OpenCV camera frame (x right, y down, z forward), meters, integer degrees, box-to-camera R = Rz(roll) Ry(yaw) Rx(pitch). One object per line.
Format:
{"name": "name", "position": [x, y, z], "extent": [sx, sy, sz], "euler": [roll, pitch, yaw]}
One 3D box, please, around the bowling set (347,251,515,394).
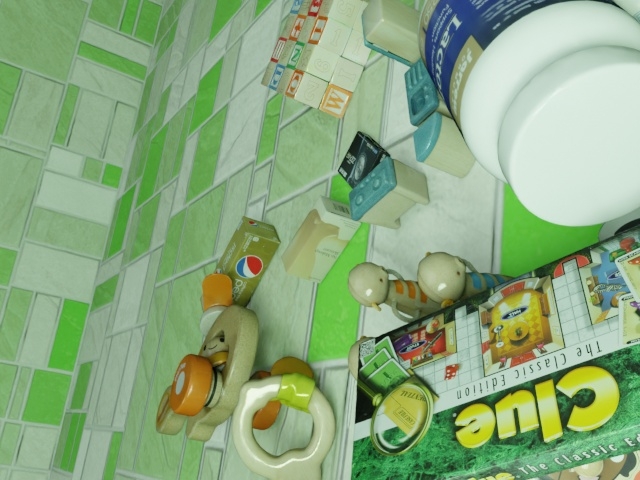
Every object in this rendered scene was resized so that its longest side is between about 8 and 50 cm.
{"name": "bowling set", "position": [0.124, 0.074, 0.568], "extent": [0.199, 0.154, 0.287], "euler": [-55, 32, 30]}

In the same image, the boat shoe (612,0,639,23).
{"name": "boat shoe", "position": [0.267, -0.259, 0.603], "extent": [0.081, 0.079, 0.227], "euler": [-35, 42, 25]}

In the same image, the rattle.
{"name": "rattle", "position": [-0.046, 0.261, 0.869], "extent": [0.143, 0.130, 0.199], "euler": [174, 84, -72]}

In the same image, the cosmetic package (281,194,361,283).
{"name": "cosmetic package", "position": [0.000, 0.000, 0.944], "extent": [0.115, 0.060, 0.041], "euler": [-58, 31, 28]}

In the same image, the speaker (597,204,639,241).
{"name": "speaker", "position": [0.244, 0.041, 0.477], "extent": [0.055, 0.055, 0.136], "euler": [-48, 36, 39]}

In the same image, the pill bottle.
{"name": "pill bottle", "position": [0.177, -0.135, 0.562], "extent": [0.153, 0.153, 0.264], "euler": [-56, 23, 28]}

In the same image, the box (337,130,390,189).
{"name": "box", "position": [0.058, -0.105, 0.943], "extent": [0.067, 0.018, 0.083], "euler": [-62, 29, 18]}

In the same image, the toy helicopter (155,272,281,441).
{"name": "toy helicopter", "position": [-0.189, 0.209, 1.094], "extent": [0.355, 0.140, 0.234], "euler": [-45, 36, 46]}

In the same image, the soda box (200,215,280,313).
{"name": "soda box", "position": [-0.138, 0.053, 1.163], "extent": [0.181, 0.061, 0.058], "euler": [-60, 30, 22]}

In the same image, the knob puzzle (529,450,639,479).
{"name": "knob puzzle", "position": [0.153, 0.164, 0.450], "extent": [0.030, 0.213, 0.213], "euler": [39, -115, -75]}

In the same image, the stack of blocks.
{"name": "stack of blocks", "position": [0.023, -0.357, 1.081], "extent": [0.297, 0.087, 0.171], "euler": [-67, 28, 10]}

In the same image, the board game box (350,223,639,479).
{"name": "board game box", "position": [0.130, 0.080, 0.431], "extent": [0.260, 0.030, 0.136], "euler": [-29, 36, 29]}

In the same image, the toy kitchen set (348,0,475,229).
{"name": "toy kitchen set", "position": [0.079, -0.148, 0.818], "extent": [0.166, 0.122, 0.207], "euler": [-42, 39, 44]}
